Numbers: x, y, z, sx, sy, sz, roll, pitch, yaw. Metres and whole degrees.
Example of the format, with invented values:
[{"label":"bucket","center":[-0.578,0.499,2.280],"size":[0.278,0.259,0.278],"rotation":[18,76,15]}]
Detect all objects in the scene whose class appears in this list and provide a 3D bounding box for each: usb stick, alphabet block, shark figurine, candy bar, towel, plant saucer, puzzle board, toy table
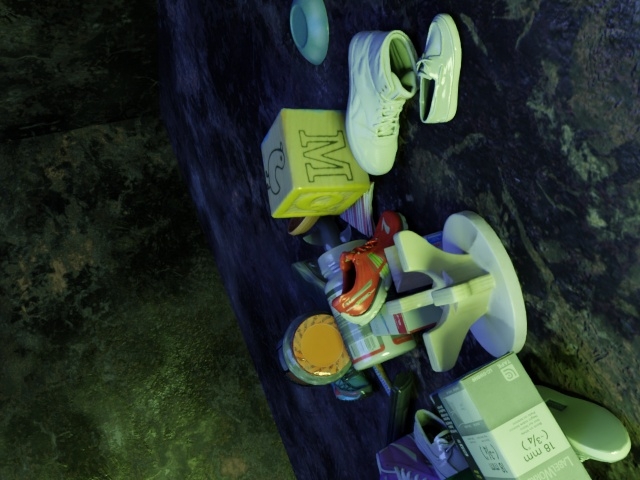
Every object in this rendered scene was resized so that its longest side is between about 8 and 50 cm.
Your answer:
[{"label":"usb stick","center":[0.200,0.448,1.559],"size":[0.045,0.077,0.278],"rotation":[19,130,24]},{"label":"alphabet block","center":[-0.017,-0.178,1.427],"size":[0.192,0.193,0.197],"rotation":[135,128,-63]},{"label":"shark figurine","center":[-0.008,-0.028,1.686],"size":[0.278,0.116,0.166],"rotation":[57,152,32]},{"label":"candy bar","center":[0.165,0.363,1.659],"size":[0.040,0.018,0.162],"rotation":[102,146,-51]},{"label":"towel","center":[0.084,-0.104,1.518],"size":[0.197,0.029,0.144],"rotation":[-139,39,-59]},{"label":"plant saucer","center":[-0.021,-0.097,1.630],"size":[0.037,0.200,0.200],"rotation":[32,164,-14]},{"label":"plant saucer","center":[-0.038,-0.532,1.498],"size":[0.195,0.037,0.195],"rotation":[51,150,45]},{"label":"puzzle board","center":[0.203,0.044,1.229],"size":[0.011,0.128,0.097],"rotation":[-6,-102,-68]},{"label":"toy table","center":[0.240,0.094,1.085],"size":[0.252,0.160,0.274],"rotation":[124,128,-63]}]

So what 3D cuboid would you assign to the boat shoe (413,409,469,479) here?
[{"label":"boat shoe","center":[0.280,0.463,1.337],"size":[0.258,0.095,0.084],"rotation":[25,132,62]}]

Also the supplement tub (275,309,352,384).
[{"label":"supplement tub","center":[-0.016,0.295,1.632],"size":[0.316,0.193,0.194],"rotation":[123,128,-73]}]

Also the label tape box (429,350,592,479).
[{"label":"label tape box","center":[0.324,0.365,0.974],"size":[0.334,0.105,0.241],"rotation":[61,169,17]}]

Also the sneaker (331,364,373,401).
[{"label":"sneaker","center":[0.067,0.385,1.802],"size":[0.262,0.104,0.125],"rotation":[-152,52,-62]}]

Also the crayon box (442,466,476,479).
[{"label":"crayon box","center":[0.288,0.628,1.130],"size":[0.106,0.313,0.363],"rotation":[6,111,67]}]

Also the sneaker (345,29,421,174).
[{"label":"sneaker","center":[0.126,-0.262,1.186],"size":[0.169,0.108,0.293],"rotation":[-146,46,-64]}]

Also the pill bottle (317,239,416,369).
[{"label":"pill bottle","center":[0.106,0.153,1.457],"size":[0.283,0.161,0.161],"rotation":[69,158,15]}]

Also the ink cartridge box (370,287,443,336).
[{"label":"ink cartridge box","center":[0.191,0.151,1.288],"size":[0.175,0.127,0.072],"rotation":[-29,77,68]}]

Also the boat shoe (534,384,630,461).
[{"label":"boat shoe","center":[0.402,0.302,0.960],"size":[0.081,0.079,0.227],"rotation":[64,165,-14]}]

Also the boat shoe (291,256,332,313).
[{"label":"boat shoe","center":[0.024,0.135,1.747],"size":[0.320,0.103,0.118],"rotation":[36,146,55]}]

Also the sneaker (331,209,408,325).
[{"label":"sneaker","center":[0.103,0.040,1.291],"size":[0.107,0.118,0.279],"rotation":[-38,27,60]}]

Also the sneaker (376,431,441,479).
[{"label":"sneaker","center":[0.235,0.581,1.446],"size":[0.282,0.161,0.102],"rotation":[22,124,62]}]

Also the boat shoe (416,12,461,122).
[{"label":"boat shoe","center":[0.197,-0.293,1.045],"size":[0.066,0.063,0.184],"rotation":[47,146,50]}]
